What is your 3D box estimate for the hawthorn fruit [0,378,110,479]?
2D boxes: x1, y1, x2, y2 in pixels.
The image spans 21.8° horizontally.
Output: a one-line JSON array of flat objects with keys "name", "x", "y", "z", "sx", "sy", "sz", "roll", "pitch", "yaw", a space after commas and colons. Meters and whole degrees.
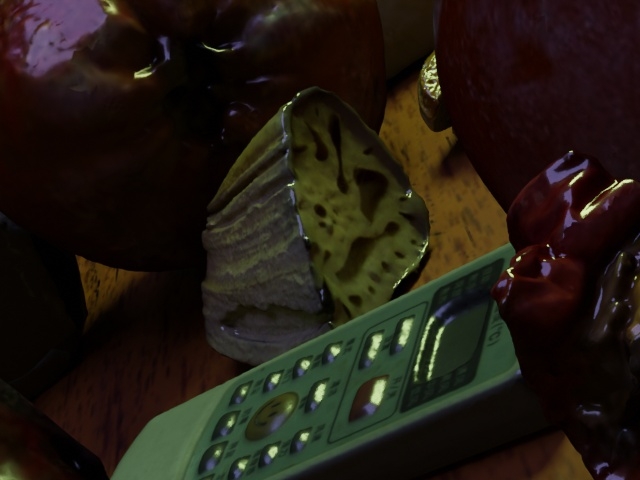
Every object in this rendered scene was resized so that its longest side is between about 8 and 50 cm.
[{"name": "hawthorn fruit", "x": -0.200, "y": 0.163, "z": 0.704, "sx": 0.249, "sy": 0.215, "sz": 0.215, "roll": -21, "pitch": 11, "yaw": -26}]

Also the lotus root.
[{"name": "lotus root", "x": -0.004, "y": 0.000, "z": 0.953, "sx": 0.135, "sy": 0.095, "sz": 0.159, "roll": -19, "pitch": 65, "yaw": 53}]

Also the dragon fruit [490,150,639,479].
[{"name": "dragon fruit", "x": 0.127, "y": 0.049, "z": 0.454, "sx": 0.092, "sy": 0.192, "sz": 0.122, "roll": -40, "pitch": 4, "yaw": 14}]

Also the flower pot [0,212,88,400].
[{"name": "flower pot", "x": -0.252, "y": 0.018, "z": 1.201, "sx": 0.212, "sy": 0.212, "sz": 0.202, "roll": -39, "pitch": 32, "yaw": -7}]

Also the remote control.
[{"name": "remote control", "x": 0.001, "y": 0.085, "z": 0.809, "sx": 0.285, "sy": 0.038, "sz": 0.123, "roll": -25, "pitch": 23, "yaw": 31}]

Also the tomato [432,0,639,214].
[{"name": "tomato", "x": 0.177, "y": -0.080, "z": 0.600, "sx": 0.270, "sy": 0.227, "sz": 0.270, "roll": -27, "pitch": 3, "yaw": 1}]

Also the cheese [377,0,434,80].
[{"name": "cheese", "x": 0.031, "y": -0.219, "z": 1.337, "sx": 0.326, "sy": 0.115, "sz": 0.318, "roll": -38, "pitch": 20, "yaw": -4}]

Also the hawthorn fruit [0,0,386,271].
[{"name": "hawthorn fruit", "x": -0.095, "y": -0.106, "z": 1.096, "sx": 0.284, "sy": 0.284, "sz": 0.284, "roll": -32, "pitch": 20, "yaw": 13}]

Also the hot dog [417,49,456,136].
[{"name": "hot dog", "x": 0.144, "y": -0.151, "z": 1.066, "sx": 0.236, "sy": 0.062, "sz": 0.092, "roll": -50, "pitch": 23, "yaw": -26}]
